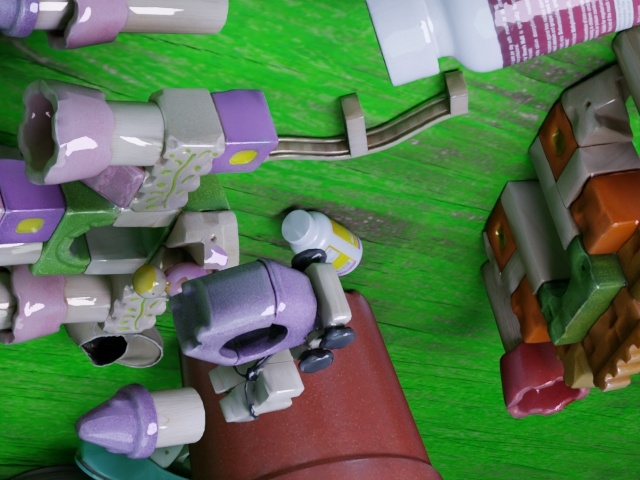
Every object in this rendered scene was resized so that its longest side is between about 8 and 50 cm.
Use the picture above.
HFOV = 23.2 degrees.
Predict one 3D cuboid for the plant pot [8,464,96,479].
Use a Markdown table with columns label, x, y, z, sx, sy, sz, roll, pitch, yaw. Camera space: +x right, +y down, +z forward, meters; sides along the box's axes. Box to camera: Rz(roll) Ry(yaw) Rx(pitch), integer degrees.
| label | x | y | z | sx | sy | sz | roll | pitch | yaw |
| --- | --- | --- | --- | --- | --- | --- | --- | --- | --- |
| plant pot | -0.300 | 0.326 | 1.763 | 0.237 | 0.109 | 0.237 | -12 | 152 | -6 |

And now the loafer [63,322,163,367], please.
| label | x | y | z | sx | sy | sz | roll | pitch | yaw |
| --- | --- | --- | --- | --- | --- | --- | --- | --- | --- |
| loafer | -0.196 | 0.096 | 1.465 | 0.056 | 0.050 | 0.148 | -26 | 149 | 20 |

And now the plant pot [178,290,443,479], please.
| label | x | y | z | sx | sy | sz | roll | pitch | yaw |
| --- | --- | --- | --- | --- | --- | --- | --- | --- | --- |
| plant pot | -0.016 | 0.200 | 1.511 | 0.272 | 0.265 | 0.272 | -11 | 152 | -6 |

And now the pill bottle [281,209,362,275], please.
| label | x | y | z | sx | sy | sz | roll | pitch | yaw |
| --- | --- | --- | --- | --- | --- | --- | --- | --- | --- |
| pill bottle | 0.000 | 0.000 | 1.395 | 0.043 | 0.043 | 0.083 | -27 | 149 | 21 |

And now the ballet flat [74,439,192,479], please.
| label | x | y | z | sx | sy | sz | roll | pitch | yaw |
| --- | --- | --- | --- | --- | --- | --- | --- | --- | --- |
| ballet flat | -0.171 | 0.238 | 1.718 | 0.087 | 0.083 | 0.247 | -47 | 144 | 7 |

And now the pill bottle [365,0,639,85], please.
| label | x | y | z | sx | sy | sz | roll | pitch | yaw |
| --- | --- | --- | --- | --- | --- | --- | --- | --- | --- |
| pill bottle | 0.139 | -0.185 | 1.054 | 0.221 | 0.121 | 0.121 | -17 | 151 | 4 |

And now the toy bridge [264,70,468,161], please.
| label | x | y | z | sx | sy | sz | roll | pitch | yaw |
| --- | --- | --- | --- | --- | --- | --- | --- | --- | --- |
| toy bridge | 0.027 | -0.091 | 1.264 | 0.188 | 0.026 | 0.063 | -14 | 152 | -1 |

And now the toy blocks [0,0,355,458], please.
| label | x | y | z | sx | sy | sz | roll | pitch | yaw |
| --- | --- | --- | --- | --- | --- | --- | --- | --- | --- |
| toy blocks | -0.188 | 0.001 | 1.030 | 0.260 | 0.309 | 0.288 | -3 | 149 | -33 |

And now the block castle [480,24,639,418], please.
| label | x | y | z | sx | sy | sz | roll | pitch | yaw |
| --- | --- | --- | --- | --- | --- | --- | --- | --- | --- |
| block castle | 0.344 | 0.009 | 1.398 | 0.303 | 0.213 | 0.453 | -5 | 150 | -17 |
